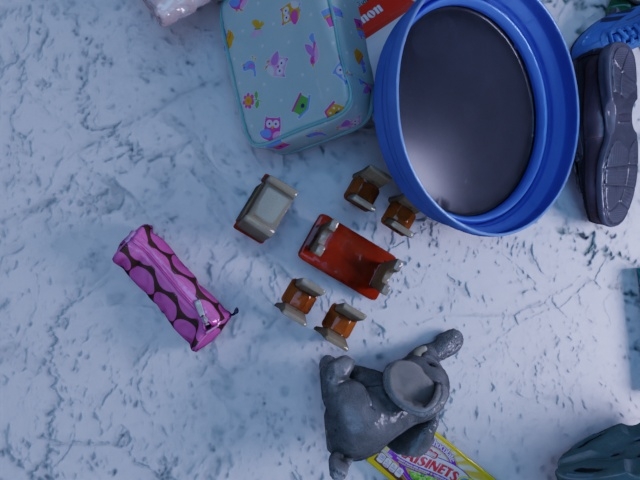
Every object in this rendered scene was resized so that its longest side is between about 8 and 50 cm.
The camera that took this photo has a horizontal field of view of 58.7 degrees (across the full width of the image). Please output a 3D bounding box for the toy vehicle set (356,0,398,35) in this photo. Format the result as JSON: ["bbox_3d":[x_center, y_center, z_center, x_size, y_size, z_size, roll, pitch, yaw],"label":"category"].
[{"bbox_3d":[0.038,-0.389,0.982,0.166,0.035,0.266,-27,85,-7],"label":"toy vehicle set"}]

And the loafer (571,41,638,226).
[{"bbox_3d":[0.473,-0.175,0.968,0.109,0.095,0.302,-2,94,-32],"label":"loafer"}]

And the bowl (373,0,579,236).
[{"bbox_3d":[0.245,-0.200,0.873,0.391,0.077,0.391,-1,92,-31],"label":"bowl"}]

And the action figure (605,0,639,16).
[{"bbox_3d":[0.633,-0.399,1.009,0.232,0.063,0.137,12,93,1],"label":"action figure"}]

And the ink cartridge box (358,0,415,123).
[{"bbox_3d":[0.107,-0.327,0.934,0.189,0.066,0.232,-36,91,-7],"label":"ink cartridge box"}]

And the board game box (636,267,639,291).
[{"bbox_3d":[0.626,0.146,0.949,0.160,0.047,0.210,-2,82,-4],"label":"board game box"}]

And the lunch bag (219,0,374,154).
[{"bbox_3d":[-0.043,-0.286,0.893,0.224,0.108,0.279,-18,80,32],"label":"lunch bag"}]

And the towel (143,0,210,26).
[{"bbox_3d":[-0.198,-0.533,0.939,0.332,0.053,0.317,-36,70,-8],"label":"towel"}]

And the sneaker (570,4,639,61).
[{"bbox_3d":[0.531,-0.358,0.958,0.209,0.082,0.069,-22,106,19],"label":"sneaker"}]

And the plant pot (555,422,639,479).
[{"bbox_3d":[0.519,0.433,0.783,0.341,0.341,0.334,-23,77,-6],"label":"plant pot"}]

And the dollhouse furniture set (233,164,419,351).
[{"bbox_3d":[0.000,0.000,0.905,0.259,0.135,0.262,32,82,-11],"label":"dollhouse furniture set"}]

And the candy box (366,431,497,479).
[{"bbox_3d":[0.181,0.368,0.902,0.206,0.027,0.105,38,79,1],"label":"candy box"}]

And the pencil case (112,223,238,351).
[{"bbox_3d":[-0.229,0.069,0.876,0.095,0.098,0.209,-44,87,-8],"label":"pencil case"}]

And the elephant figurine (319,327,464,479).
[{"bbox_3d":[0.122,0.231,0.843,0.240,0.169,0.186,-5,80,-2],"label":"elephant figurine"}]
